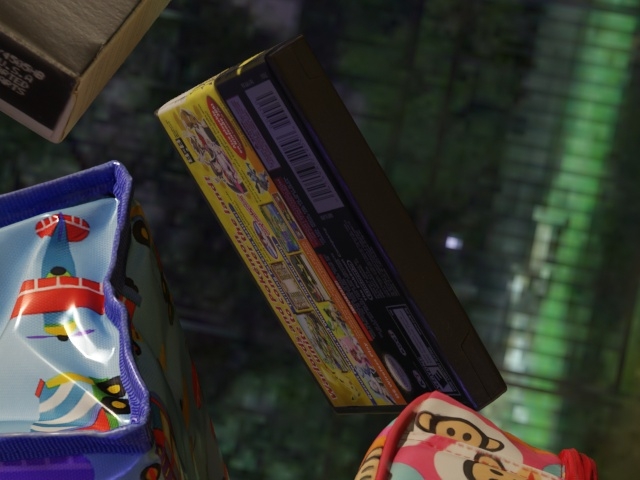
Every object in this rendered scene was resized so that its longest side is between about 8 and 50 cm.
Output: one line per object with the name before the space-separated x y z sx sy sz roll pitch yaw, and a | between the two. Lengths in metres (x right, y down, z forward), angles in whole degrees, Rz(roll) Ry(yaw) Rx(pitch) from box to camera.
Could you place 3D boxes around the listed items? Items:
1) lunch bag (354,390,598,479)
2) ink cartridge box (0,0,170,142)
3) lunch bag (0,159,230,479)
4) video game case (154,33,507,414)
lunch bag | 0.024 0.230 0.848 0.293 0.120 0.258 -67 1 -64
ink cartridge box | -0.210 -0.235 1.156 0.072 0.303 0.307 -58 2 45
lunch bag | -0.183 0.122 0.728 0.138 0.293 0.221 -101 -1 -47
video game case | 0.000 0.000 1.394 0.035 0.275 0.248 -34 8 -22
